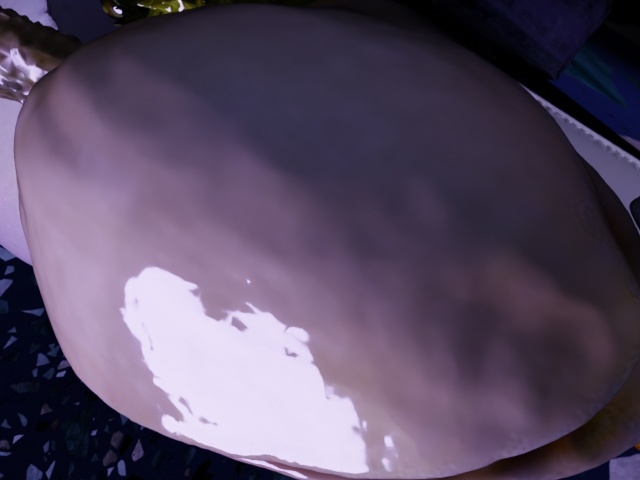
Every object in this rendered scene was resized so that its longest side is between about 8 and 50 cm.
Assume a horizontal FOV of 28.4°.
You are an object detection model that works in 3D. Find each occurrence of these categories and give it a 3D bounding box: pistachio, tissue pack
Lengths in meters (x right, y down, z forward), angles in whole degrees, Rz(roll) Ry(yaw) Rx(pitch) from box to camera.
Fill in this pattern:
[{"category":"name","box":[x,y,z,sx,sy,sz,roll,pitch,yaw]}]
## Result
[{"category":"pistachio","box":[0.000,0.000,0.538,0.318,0.214,0.193,26,170,39]},{"category":"tissue pack","box":[0.041,-0.131,0.532,0.156,0.051,0.112,38,-176,-9]}]

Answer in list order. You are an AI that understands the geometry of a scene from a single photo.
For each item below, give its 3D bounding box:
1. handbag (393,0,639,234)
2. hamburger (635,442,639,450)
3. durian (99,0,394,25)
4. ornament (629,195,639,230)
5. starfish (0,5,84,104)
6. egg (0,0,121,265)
[{"category":"handbag","box":[0.044,-0.030,0.898,0.358,0.236,0.160,33,-174,0]},{"category":"hamburger","box":[0.352,0.106,1.394,0.246,0.170,0.246,42,-165,-14]},{"category":"durian","box":[-0.034,-0.156,0.738,0.159,0.146,0.198,20,-162,-21]},{"category":"ornament","box":[0.183,0.042,0.374,0.120,0.130,0.285,51,177,-32]},{"category":"starfish","box":[-0.268,-0.181,0.623,0.324,0.082,0.432,10,152,43]},{"category":"egg","box":[-0.192,-0.115,1.184,0.354,0.340,0.354,24,-134,-28]}]
